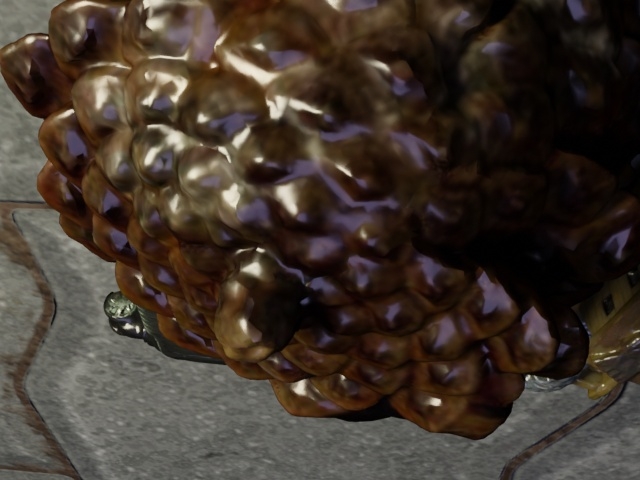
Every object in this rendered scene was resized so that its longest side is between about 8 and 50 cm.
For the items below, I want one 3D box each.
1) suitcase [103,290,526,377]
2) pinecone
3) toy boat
[{"bbox_3d":[0.000,0.000,0.710,0.312,0.128,0.202,5,145,7],"label":"suitcase"},{"bbox_3d":[0.016,-0.078,0.485,0.298,0.296,0.242,36,171,-16],"label":"pinecone"},{"bbox_3d":[0.223,0.019,0.690,0.089,0.121,0.321,21,142,-5],"label":"toy boat"}]
